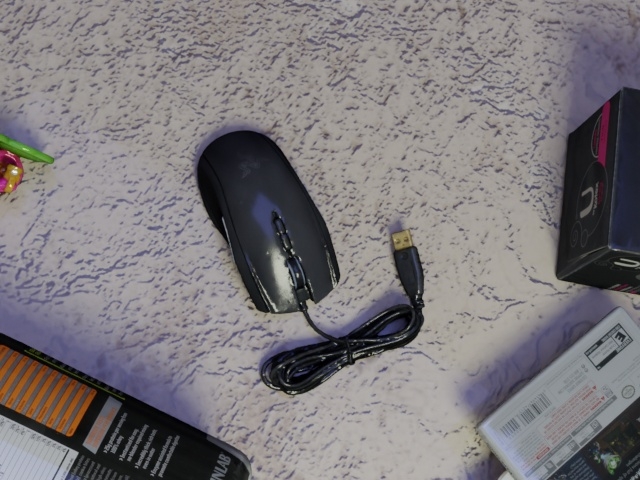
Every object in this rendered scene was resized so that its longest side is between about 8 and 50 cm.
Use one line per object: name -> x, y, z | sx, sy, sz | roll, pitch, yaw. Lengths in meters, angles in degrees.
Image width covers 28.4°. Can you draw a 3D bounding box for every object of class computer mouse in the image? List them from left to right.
computer mouse -> 0.000, 0.000, 1.201 | 0.184, 0.060, 0.262 | -17, 81, -13

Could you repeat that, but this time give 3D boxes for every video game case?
video game case -> 0.267, 0.184, 1.181 | 0.190, 0.022, 0.173 | -37, 84, -18

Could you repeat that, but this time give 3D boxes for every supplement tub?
supplement tub -> -0.233, 0.198, 1.042 | 0.316, 0.193, 0.193 | 27, 74, -3

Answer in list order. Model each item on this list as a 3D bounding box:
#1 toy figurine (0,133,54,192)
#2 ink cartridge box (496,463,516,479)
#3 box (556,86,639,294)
toy figurine -> -0.348, -0.036, 1.137 | 0.173, 0.130, 0.159 | 24, 87, -29
ink cartridge box -> 0.277, 0.250, 1.200 | 0.206, 0.045, 0.208 | 46, 71, 2
box -> 0.386, -0.029, 1.236 | 0.270, 0.143, 0.165 | 9, 75, -8
